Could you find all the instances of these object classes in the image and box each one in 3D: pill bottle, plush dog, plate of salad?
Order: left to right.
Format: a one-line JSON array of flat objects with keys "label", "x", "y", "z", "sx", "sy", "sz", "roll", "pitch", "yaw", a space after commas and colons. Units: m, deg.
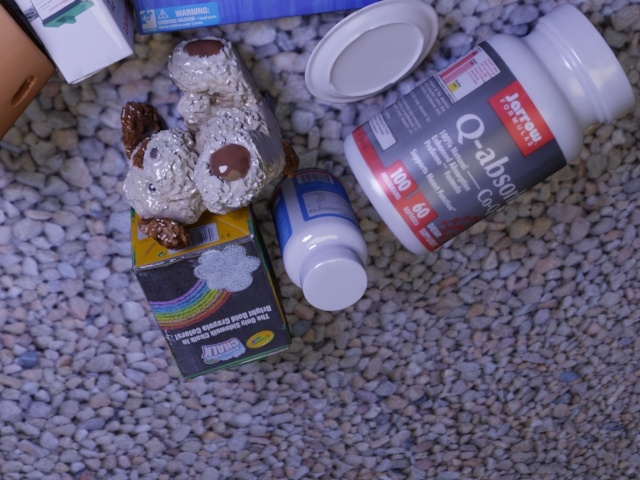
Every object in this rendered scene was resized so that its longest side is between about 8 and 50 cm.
[{"label": "plush dog", "x": -0.165, "y": -0.108, "z": 1.127, "sx": 0.225, "sy": 0.263, "sz": 0.210, "roll": -23, "pitch": 153, "yaw": 13}, {"label": "pill bottle", "x": 0.000, "y": 0.000, "z": 1.216, "sx": 0.124, "sy": 0.221, "sz": 0.124, "roll": -6, "pitch": 126, "yaw": -8}, {"label": "plate of salad", "x": 0.067, "y": -0.261, "z": 1.131, "sx": 0.199, "sy": 0.048, "sz": 0.200, "roll": -20, "pitch": 155, "yaw": -10}, {"label": "pill bottle", "x": 0.232, "y": -0.156, "z": 1.165, "sx": 0.363, "sy": 0.210, "sz": 0.210, "roll": -34, "pitch": 125, "yaw": 12}]

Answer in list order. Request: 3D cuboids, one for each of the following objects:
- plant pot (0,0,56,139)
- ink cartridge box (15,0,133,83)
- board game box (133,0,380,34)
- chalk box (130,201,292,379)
[{"label": "plant pot", "x": -0.449, "y": -0.218, "z": 0.951, "sx": 0.203, "sy": 0.291, "sz": 0.291, "roll": -39, "pitch": 125, "yaw": -5}, {"label": "ink cartridge box", "x": -0.307, "y": -0.318, "z": 0.964, "sx": 0.092, "sy": 0.160, "sz": 0.219, "roll": -24, "pitch": 127, "yaw": 5}, {"label": "board game box", "x": -0.088, "y": -0.425, "z": 0.993, "sx": 0.318, "sy": 0.066, "sz": 0.318, "roll": -10, "pitch": 126, "yaw": -6}, {"label": "chalk box", "x": -0.157, "y": 0.077, "z": 1.266, "sx": 0.180, "sy": 0.179, "sz": 0.289, "roll": -16, "pitch": 127, "yaw": -2}]
